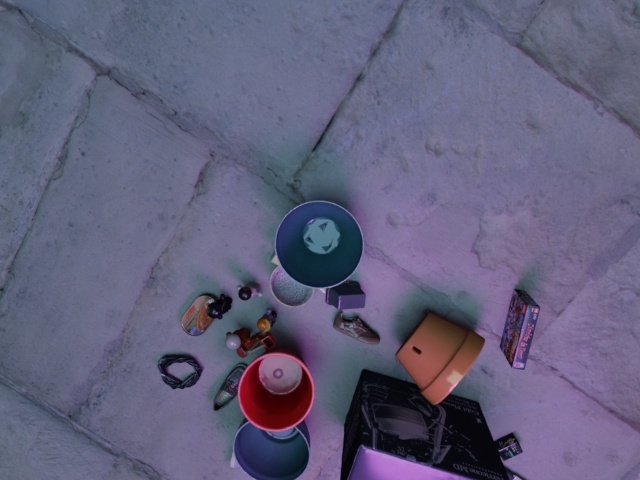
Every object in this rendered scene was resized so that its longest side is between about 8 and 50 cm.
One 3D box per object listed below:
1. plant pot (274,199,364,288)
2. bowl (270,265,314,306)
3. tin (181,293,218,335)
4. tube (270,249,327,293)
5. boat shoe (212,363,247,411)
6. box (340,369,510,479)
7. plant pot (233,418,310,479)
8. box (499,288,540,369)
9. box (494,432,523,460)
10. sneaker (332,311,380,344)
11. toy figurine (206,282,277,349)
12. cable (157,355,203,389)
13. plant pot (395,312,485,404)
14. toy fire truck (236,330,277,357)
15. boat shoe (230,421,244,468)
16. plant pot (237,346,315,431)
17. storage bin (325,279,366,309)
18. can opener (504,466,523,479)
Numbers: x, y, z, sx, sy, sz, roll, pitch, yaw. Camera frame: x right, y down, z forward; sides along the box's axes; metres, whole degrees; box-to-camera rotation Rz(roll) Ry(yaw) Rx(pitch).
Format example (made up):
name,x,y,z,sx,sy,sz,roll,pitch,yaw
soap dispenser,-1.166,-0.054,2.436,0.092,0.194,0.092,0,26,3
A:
name,x,y,z,sx,sy,sz,roll,pitch,yaw
plant pot,0.000,0.000,1.593,0.290,0.195,0.291,0,99,3
bowl,-0.113,0.171,1.700,0.170,0.170,0.080,37,148,-3
tin,-0.466,0.289,1.808,0.106,0.040,0.190,38,105,-8
tube,-0.062,0.100,1.673,0.240,0.062,0.070,29,108,-15
boat shoe,-0.359,0.595,1.852,0.080,0.073,0.224,34,106,-3
box,0.328,0.741,1.602,0.479,0.472,0.298,15,105,2
plant pot,-0.172,0.760,1.808,0.292,0.196,0.293,1,104,6
box,0.689,0.306,1.612,0.044,0.159,0.233,8,104,5
box,0.720,0.792,1.779,0.083,0.062,0.052,-33,97,13
sneaker,0.142,0.327,1.730,0.188,0.066,0.071,20,104,1
toy figurine,-0.286,0.274,1.710,0.209,0.148,0.213,-29,88,13
cable,-0.565,0.536,1.875,0.184,0.047,0.151,-3,104,7
plant pot,0.401,0.390,1.622,0.203,0.291,0.291,39,106,13
toy fire truck,-0.245,0.397,1.757,0.192,0.135,0.047,-33,98,13
boat shoe,-0.315,0.847,1.915,0.081,0.079,0.228,13,110,-6
plant pot,-0.155,0.517,1.701,0.274,0.243,0.275,0,91,-2
storage bin,0.098,0.199,1.665,0.135,0.091,0.098,-1,105,-22
can opener,0.716,0.936,1.799,0.283,0.095,0.076,35,104,-3
